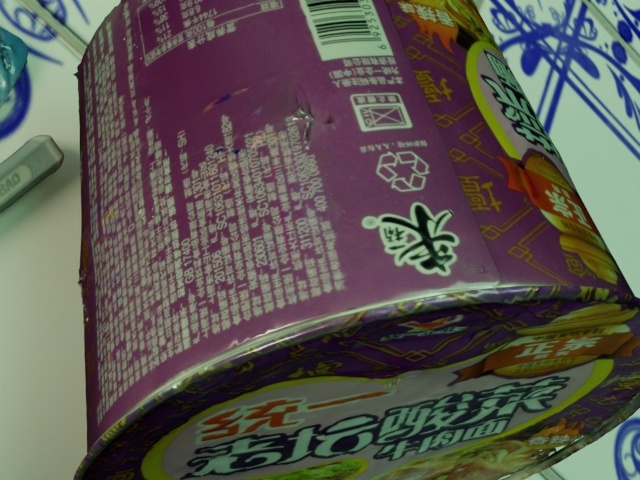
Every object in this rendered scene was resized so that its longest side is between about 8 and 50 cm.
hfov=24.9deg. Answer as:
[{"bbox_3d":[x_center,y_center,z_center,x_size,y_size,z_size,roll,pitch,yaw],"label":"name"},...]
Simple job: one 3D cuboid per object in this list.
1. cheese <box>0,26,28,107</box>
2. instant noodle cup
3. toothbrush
[{"bbox_3d":[-0.266,-0.148,0.810,0.244,0.052,0.135,46,47,-32],"label":"cheese"},{"bbox_3d":[0.000,0.000,0.836,0.340,0.340,0.266,11,52,-41],"label":"instant noodle cup"},{"bbox_3d":[-0.243,0.030,0.765,0.025,0.030,0.342,57,40,-14],"label":"toothbrush"}]
